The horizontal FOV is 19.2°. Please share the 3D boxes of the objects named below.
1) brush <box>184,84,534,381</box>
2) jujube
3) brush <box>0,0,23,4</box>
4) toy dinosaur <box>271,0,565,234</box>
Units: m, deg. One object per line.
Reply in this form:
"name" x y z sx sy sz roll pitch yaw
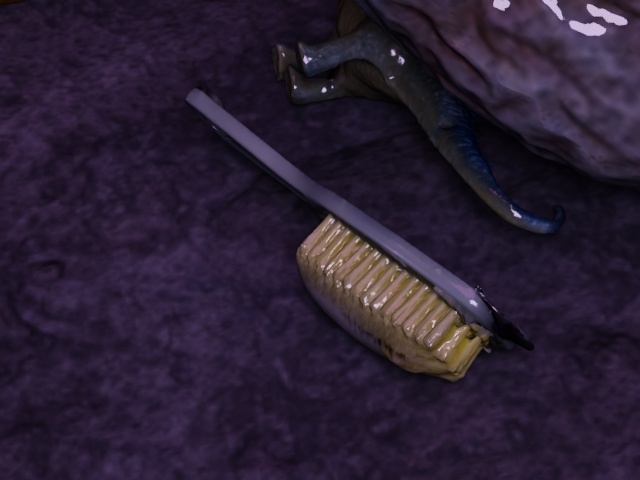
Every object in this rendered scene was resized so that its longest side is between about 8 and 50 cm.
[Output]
"brush" 0.000 0.000 1.055 0.060 0.068 0.297 -49 48 -3
"jujube" 0.135 -0.162 1.021 0.317 0.226 0.226 36 54 -8
"brush" -0.202 -0.299 1.306 0.174 0.166 0.266 22 52 29
"toy dinosaur" 0.042 -0.125 1.147 0.147 0.076 0.363 -9 43 -3
